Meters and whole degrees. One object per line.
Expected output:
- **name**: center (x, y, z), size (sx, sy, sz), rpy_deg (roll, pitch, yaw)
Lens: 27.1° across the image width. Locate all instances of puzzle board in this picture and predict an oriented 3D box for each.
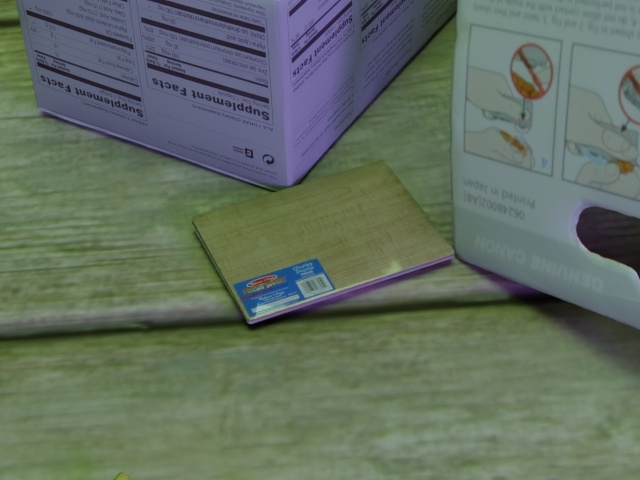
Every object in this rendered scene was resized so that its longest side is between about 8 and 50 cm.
- **puzzle board**: center (0.000, 0.000, 0.777), size (0.128, 0.011, 0.096), rpy_deg (-18, 44, -15)

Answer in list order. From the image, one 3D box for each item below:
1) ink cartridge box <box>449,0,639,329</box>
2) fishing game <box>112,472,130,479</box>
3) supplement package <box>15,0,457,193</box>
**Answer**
- **ink cartridge box**: center (0.203, -0.140, 0.621), size (0.091, 0.385, 0.308), rpy_deg (-15, 24, -37)
- **fishing game**: center (-0.018, 0.181, 0.548), size (0.264, 0.041, 0.189), rpy_deg (24, 50, 28)
- **supplement package**: center (-0.044, -0.185, 0.890), size (0.204, 0.145, 0.262), rpy_deg (19, 45, 23)
